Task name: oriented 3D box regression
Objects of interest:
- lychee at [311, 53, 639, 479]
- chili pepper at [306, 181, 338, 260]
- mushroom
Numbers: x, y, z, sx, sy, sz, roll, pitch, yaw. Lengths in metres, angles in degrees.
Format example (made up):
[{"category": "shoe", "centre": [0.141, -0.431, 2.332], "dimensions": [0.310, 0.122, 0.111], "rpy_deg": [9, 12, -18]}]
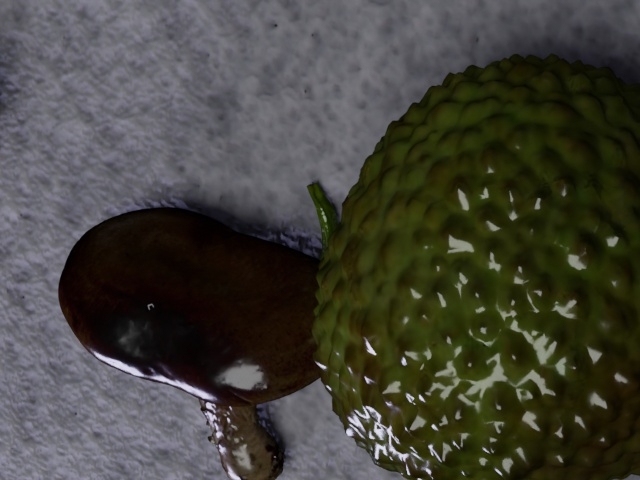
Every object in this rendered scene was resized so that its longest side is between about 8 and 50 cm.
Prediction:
[{"category": "lychee", "centre": [0.125, 0.050, 1.035], "dimensions": [0.270, 0.270, 0.320], "rpy_deg": [9, 75, 20]}, {"category": "chili pepper", "centre": [0.000, 0.000, 1.202], "dimensions": [0.030, 0.017, 0.083], "rpy_deg": [15, 116, 19]}, {"category": "mushroom", "centre": [-0.080, 0.095, 1.225], "dimensions": [0.227, 0.148, 0.217], "rpy_deg": [26, 140, 29]}]
